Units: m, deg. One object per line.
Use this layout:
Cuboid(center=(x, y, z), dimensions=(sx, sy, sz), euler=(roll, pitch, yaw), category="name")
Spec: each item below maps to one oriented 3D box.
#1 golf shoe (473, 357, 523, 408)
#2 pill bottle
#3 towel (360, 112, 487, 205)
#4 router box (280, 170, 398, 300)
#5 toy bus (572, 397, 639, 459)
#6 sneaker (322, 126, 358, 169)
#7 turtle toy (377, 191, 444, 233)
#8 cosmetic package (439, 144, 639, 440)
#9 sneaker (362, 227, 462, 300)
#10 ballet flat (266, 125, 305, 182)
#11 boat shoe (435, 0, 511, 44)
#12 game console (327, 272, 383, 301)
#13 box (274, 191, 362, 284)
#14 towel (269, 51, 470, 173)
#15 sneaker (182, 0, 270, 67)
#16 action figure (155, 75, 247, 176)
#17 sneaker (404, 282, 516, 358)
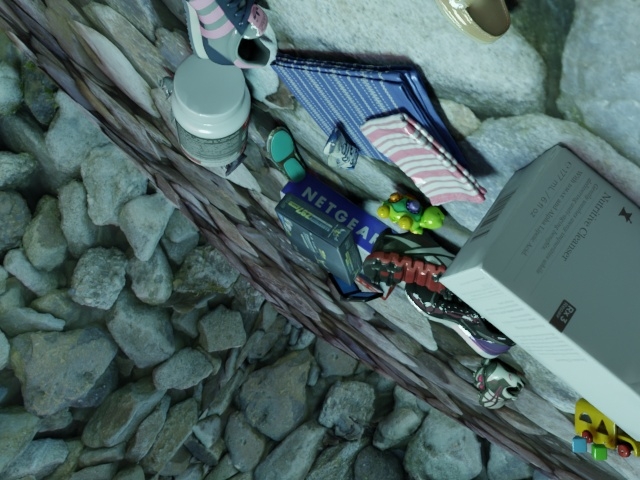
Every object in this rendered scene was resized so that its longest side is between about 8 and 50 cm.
Cuboid(center=(0.517, 0.430, 1.918), dimensions=(0.120, 0.105, 0.273), euler=(20, 159, 32), category="golf shoe")
Cuboid(center=(-0.228, -0.270, 1.406), dimensions=(0.161, 0.161, 0.283), euler=(38, 166, 0), category="pill bottle")
Cuboid(center=(0.158, -0.124, 1.056), dimensions=(0.197, 0.029, 0.144), euler=(40, 168, -17), category="towel")
Cuboid(center=(0.060, -0.008, 1.687), dimensions=(0.335, 0.082, 0.301), euler=(35, 166, 12), category="router box")
Cuboid(center=(0.659, 0.404, 1.474), dimensions=(0.202, 0.105, 0.191), euler=(-1, -177, 19), category="toy bus")
Cuboid(center=(0.043, -0.164, 1.221), dimensions=(0.058, 0.052, 0.135), euler=(24, 174, 12), category="sneaker")
Cuboid(center=(0.176, -0.052, 1.293), dimensions=(0.130, 0.066, 0.095), euler=(28, -174, 24), category="turtle toy")
Cuboid(center=(0.386, 0.084, 0.915), dimensions=(0.385, 0.217, 0.156), euler=(37, 166, -1), category="cosmetic package")
Cuboid(center=(0.232, 0.041, 1.400), dimensions=(0.276, 0.135, 0.098), euler=(12, 149, 7), category="sneaker")
Cuboid(center=(-0.088, -0.199, 1.499), dimensions=(0.070, 0.070, 0.188), euler=(30, 161, 28), category="ballet flat")
Cuboid(center=(0.146, -0.272, 0.681), dimensions=(0.170, 0.063, 0.059), euler=(45, 170, -23), category="boat shoe")
Cuboid(center=(0.090, 0.111, 1.679), dimensions=(0.107, 0.071, 0.122), euler=(0, -177, 26), category="game console")
Cuboid(center=(0.000, 0.000, 1.564), dimensions=(0.183, 0.059, 0.233), euler=(31, 165, 21), category="box")
Cuboid(center=(0.080, -0.211, 1.114), dimensions=(0.336, 0.040, 0.243), euler=(24, 163, 48), category="towel")
Cuboid(center=(-0.144, -0.377, 1.028), dimensions=(0.131, 0.112, 0.319), euler=(19, 166, 7), category="sneaker")
Cuboid(center=(-0.300, -0.294, 1.648), dimensions=(0.285, 0.099, 0.185), euler=(47, 173, -19), category="action figure")
Cuboid(center=(0.332, 0.150, 1.541), dimensions=(0.283, 0.107, 0.124), euler=(34, 151, 0), category="sneaker")
